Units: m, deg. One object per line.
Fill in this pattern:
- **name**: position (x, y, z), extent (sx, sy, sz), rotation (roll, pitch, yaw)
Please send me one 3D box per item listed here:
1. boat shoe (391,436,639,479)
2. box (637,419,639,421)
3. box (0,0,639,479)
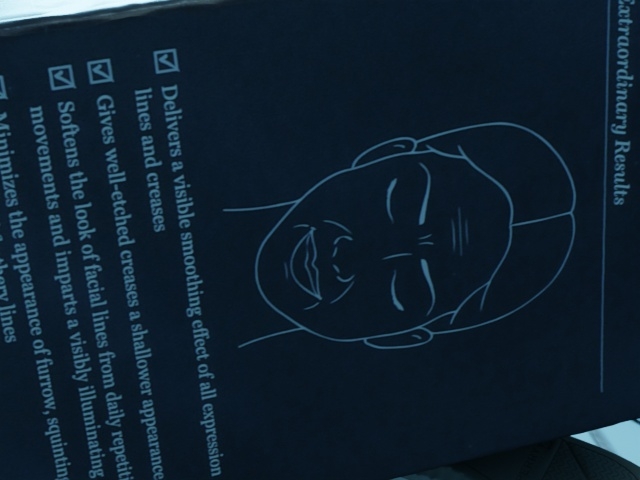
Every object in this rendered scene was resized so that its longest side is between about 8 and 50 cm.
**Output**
- **boat shoe**: position (0.061, 0.155, 0.856), extent (0.320, 0.103, 0.118), rotation (18, 32, 22)
- **box**: position (0.311, 0.060, 1.253), extent (0.181, 0.181, 0.119), rotation (30, 20, 38)
- **box**: position (-0.022, -0.028, 0.771), extent (0.396, 0.293, 0.212), rotation (-10, 25, -13)
